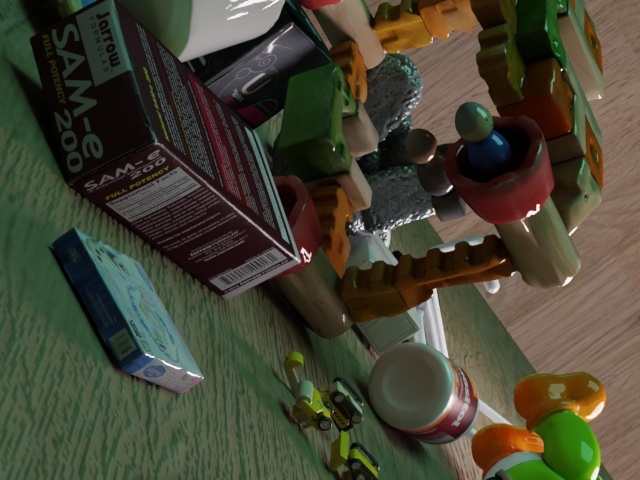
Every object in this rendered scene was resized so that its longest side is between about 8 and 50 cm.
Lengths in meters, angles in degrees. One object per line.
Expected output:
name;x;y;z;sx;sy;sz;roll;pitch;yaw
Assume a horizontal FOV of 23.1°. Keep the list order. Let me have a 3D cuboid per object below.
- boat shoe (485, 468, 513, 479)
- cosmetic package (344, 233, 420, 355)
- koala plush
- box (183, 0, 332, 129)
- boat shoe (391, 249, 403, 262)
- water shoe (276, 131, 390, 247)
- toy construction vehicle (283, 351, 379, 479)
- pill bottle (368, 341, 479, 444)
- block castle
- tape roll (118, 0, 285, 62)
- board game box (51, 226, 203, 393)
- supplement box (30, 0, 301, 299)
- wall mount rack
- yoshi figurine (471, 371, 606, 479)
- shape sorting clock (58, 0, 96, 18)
boat shoe;0.175;0.295;1.428;0.227;0.069;0.081;-111;176;-60
cosmetic package;0.056;0.046;1.779;0.099;0.060;0.239;56;7;-10
koala plush;0.028;-0.107;1.810;0.196;0.203;0.221;65;-4;-17
box;-0.122;-0.277;1.741;0.270;0.143;0.165;59;10;21
boat shoe;0.118;0.054;2.159;0.045;0.050;0.135;47;10;-18
water shoe;0.019;-0.063;1.971;0.203;0.073;0.080;55;2;-15
toy construction vehicle;0.005;0.140;1.202;0.098;0.035;0.086;49;21;-25
pill bottle;0.108;0.155;1.543;0.086;0.086;0.152;59;9;23
block castle;0.087;-0.153;1.452;0.453;0.303;0.213;-82;150;-43
tape roll;-0.141;-0.300;1.377;0.286;0.100;0.286;46;-31;40
board game box;-0.112;0.043;0.921;0.090;0.020;0.090;58;9;22
supplement box;-0.107;-0.060;1.135;0.239;0.073;0.130;43;24;-58
wall mount rack;0.194;0.160;1.919;0.350;0.130;0.304;-52;130;-81
yoshi figurine;0.299;0.321;1.632;0.203;0.203;0.362;62;9;-46
shape sorting clock;-0.171;-0.149;1.288;0.206;0.040;0.206;58;7;-12
